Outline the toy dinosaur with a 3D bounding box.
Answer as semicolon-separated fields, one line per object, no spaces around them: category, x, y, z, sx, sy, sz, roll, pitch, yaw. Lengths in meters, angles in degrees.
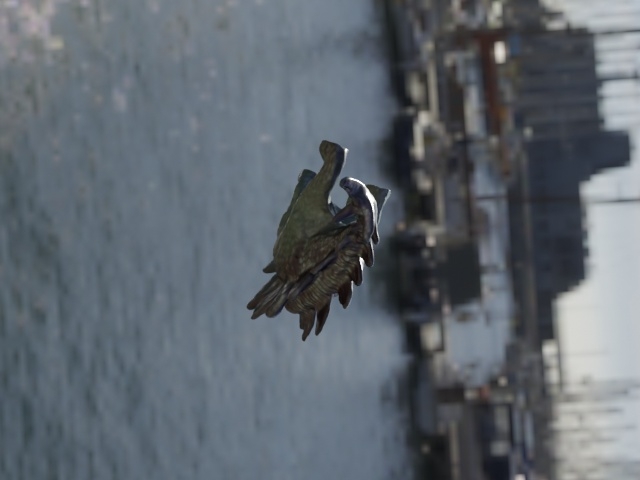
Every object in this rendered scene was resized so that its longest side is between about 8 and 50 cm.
toy dinosaur;0.002;0.001;0.802;0.209;0.039;0.082;133;-19;-79
